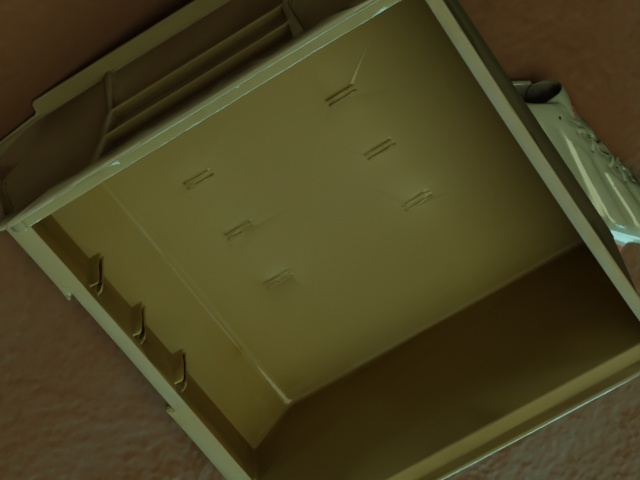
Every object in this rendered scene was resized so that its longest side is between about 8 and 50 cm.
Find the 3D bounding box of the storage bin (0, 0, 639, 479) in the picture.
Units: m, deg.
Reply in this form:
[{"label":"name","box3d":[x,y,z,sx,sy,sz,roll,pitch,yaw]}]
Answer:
[{"label":"storage bin","box3d":[0.000,0.000,1.025,0.260,0.123,0.262,-30,121,13]}]

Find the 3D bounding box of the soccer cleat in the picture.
[{"label":"soccer cleat","box3d":[0.139,-0.048,1.124,0.196,0.068,0.076,21,100,-24]}]
